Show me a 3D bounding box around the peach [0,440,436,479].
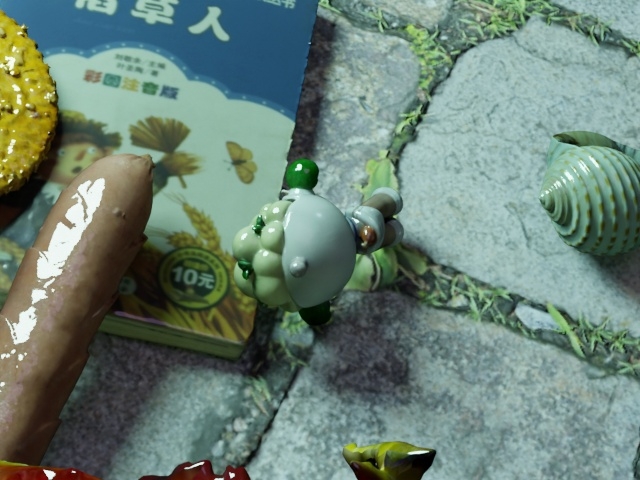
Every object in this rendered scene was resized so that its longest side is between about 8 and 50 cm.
[{"bbox_3d":[-0.088,0.273,1.023,0.335,0.406,0.310,6,81,-25],"label":"peach"}]

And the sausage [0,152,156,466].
[{"bbox_3d":[-0.227,0.098,1.352,0.087,0.088,0.433,20,61,2],"label":"sausage"}]

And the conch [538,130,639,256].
[{"bbox_3d":[0.258,-0.043,1.568,0.153,0.102,0.135,16,33,-42],"label":"conch"}]

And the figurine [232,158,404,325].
[{"bbox_3d":[-0.001,0.000,1.476,0.093,0.147,0.197,1,14,27],"label":"figurine"}]

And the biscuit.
[{"bbox_3d":[-0.346,-0.131,1.470,0.254,0.035,0.254,12,54,-17],"label":"biscuit"}]

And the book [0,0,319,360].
[{"bbox_3d":[-0.175,-0.105,1.558,0.300,0.039,0.428,12,55,-3],"label":"book"}]
